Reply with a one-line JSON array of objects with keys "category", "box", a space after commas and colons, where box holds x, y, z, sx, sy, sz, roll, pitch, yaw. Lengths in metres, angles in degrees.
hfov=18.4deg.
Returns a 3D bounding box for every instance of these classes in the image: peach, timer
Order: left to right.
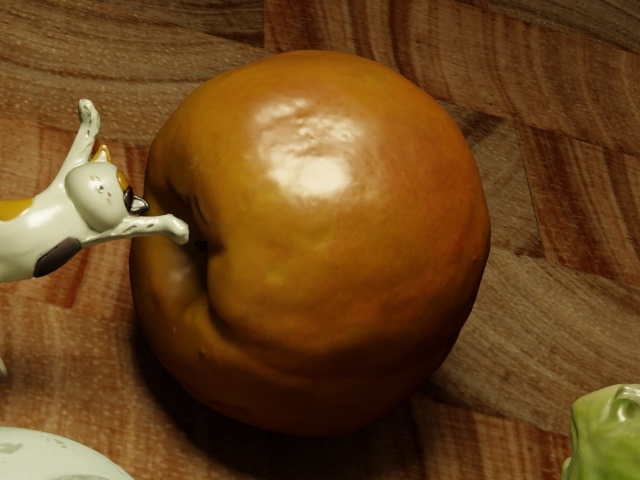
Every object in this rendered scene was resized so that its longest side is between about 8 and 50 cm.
[{"category": "timer", "box": [-0.254, 0.014, 1.604, 0.266, 0.175, 0.175, -37, 54, -12]}, {"category": "peach", "box": [0.000, 0.000, 1.751, 0.301, 0.343, 0.343, -2, 36, -30]}]

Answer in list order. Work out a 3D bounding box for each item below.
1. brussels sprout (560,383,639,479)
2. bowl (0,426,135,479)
[{"category": "brussels sprout", "box": [0.307, 0.246, 1.652, 0.210, 0.219, 0.271, 0, 51, -39]}, {"category": "bowl", "box": [-0.180, 0.232, 1.285, 0.313, 0.146, 0.313, 24, 47, -28]}]
